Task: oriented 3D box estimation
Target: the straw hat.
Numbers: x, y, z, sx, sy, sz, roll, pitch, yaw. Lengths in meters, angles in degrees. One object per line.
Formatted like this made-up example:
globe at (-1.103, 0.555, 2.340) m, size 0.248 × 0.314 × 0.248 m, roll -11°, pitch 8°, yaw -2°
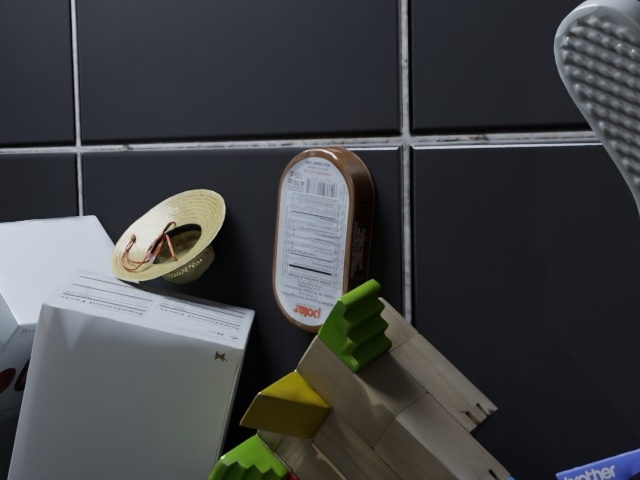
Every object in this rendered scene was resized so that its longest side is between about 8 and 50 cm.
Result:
straw hat at (-0.155, 0.013, 1.171) m, size 0.144 × 0.144 × 0.061 m, roll 5°, pitch 139°, yaw 39°

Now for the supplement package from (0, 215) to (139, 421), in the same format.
supplement package at (-0.350, 0.097, 1.259) m, size 0.149 × 0.194 × 0.203 m, roll 52°, pitch 124°, yaw 22°

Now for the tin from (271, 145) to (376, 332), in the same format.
tin at (0.000, 0.000, 1.062) m, size 0.106 × 0.040 × 0.189 m, roll 13°, pitch 103°, yaw 43°

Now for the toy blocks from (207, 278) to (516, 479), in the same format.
toy blocks at (0.059, 0.247, 0.961) m, size 0.261 × 0.191 × 0.381 m, roll 44°, pitch 131°, yaw 18°

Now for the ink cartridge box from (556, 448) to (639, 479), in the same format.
ink cartridge box at (0.323, 0.298, 0.804) m, size 0.186 × 0.065 × 0.311 m, roll -30°, pitch 78°, yaw 38°

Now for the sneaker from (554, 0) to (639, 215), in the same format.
sneaker at (0.293, -0.049, 0.762) m, size 0.126 × 0.127 × 0.321 m, roll -7°, pitch 115°, yaw 54°

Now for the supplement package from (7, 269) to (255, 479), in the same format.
supplement package at (-0.199, 0.190, 1.104) m, size 0.204 × 0.145 × 0.261 m, roll 13°, pitch 101°, yaw -2°
